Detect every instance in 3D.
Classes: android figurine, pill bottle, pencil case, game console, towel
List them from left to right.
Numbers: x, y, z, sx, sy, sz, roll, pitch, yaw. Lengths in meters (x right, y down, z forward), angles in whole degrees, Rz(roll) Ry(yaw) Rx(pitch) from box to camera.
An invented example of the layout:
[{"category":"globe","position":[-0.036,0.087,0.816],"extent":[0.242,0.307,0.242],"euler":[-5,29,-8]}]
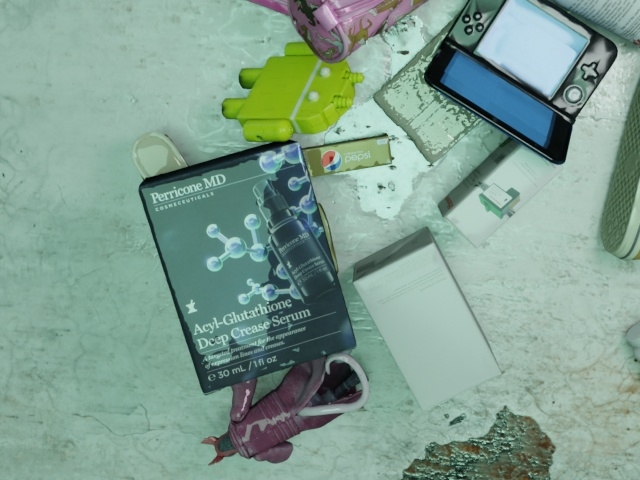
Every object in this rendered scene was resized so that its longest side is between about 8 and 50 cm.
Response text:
[{"category":"android figurine","position":[-0.050,-0.277,1.486],"extent":[0.273,0.248,0.056],"euler":[7,147,31]},{"category":"pencil case","position":[0.126,-0.451,1.372],"extent":[0.386,0.167,0.160],"euler":[-34,68,-18]},{"category":"towel","position":[0.260,-0.308,1.541],"extent":[0.282,0.049,0.187],"euler":[-42,94,10]},{"category":"game console","position":[0.366,-0.315,1.420],"extent":[0.293,0.173,0.250],"euler":[32,101,-2]},{"category":"pill bottle","position":[0.523,-0.472,1.430],"extent":[0.283,0.160,0.160],"euler":[27,102,-2]},{"category":"pill bottle","position":[0.691,0.235,1.602],"extent":[0.086,0.086,0.152],"euler":[-41,97,11]}]

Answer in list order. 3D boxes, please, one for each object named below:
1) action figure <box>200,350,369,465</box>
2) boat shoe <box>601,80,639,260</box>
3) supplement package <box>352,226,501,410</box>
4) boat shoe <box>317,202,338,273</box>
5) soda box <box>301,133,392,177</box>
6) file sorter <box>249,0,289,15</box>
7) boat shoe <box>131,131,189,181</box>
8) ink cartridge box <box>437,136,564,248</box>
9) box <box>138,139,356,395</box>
[{"category":"action figure","position":[-0.067,0.361,1.600],"extent":[0.370,0.276,0.248],"euler":[-32,104,-4]},{"category":"boat shoe","position":[0.670,-0.193,1.474],"extent":[0.156,0.187,0.499],"euler":[9,107,-3]},{"category":"supplement package","position":[0.207,0.151,1.572],"extent":[0.175,0.177,0.292],"euler":[-28,98,8]},{"category":"boat shoe","position":[0.000,0.000,1.620],"extent":[0.048,0.056,0.152],"euler":[-12,108,2]},{"category":"soda box","position":[0.049,-0.168,1.577],"extent":[0.182,0.061,0.058],"euler":[-8,101,5]},{"category":"file sorter","position":[-0.055,-0.569,1.441],"extent":[0.202,0.182,0.290],"euler":[20,102,-1]},{"category":"boat shoe","position":[-0.275,-0.069,1.603],"extent":[0.117,0.097,0.324],"euler":[-31,99,-6]},{"category":"ink cartridge box","position":[0.338,-0.101,1.521],"extent":[0.092,0.160,0.219],"euler":[44,102,-5]},{"category":"box","position":[-0.134,0.037,1.481],"extent":[0.294,0.212,0.395],"euler":[-17,100,-5]}]
